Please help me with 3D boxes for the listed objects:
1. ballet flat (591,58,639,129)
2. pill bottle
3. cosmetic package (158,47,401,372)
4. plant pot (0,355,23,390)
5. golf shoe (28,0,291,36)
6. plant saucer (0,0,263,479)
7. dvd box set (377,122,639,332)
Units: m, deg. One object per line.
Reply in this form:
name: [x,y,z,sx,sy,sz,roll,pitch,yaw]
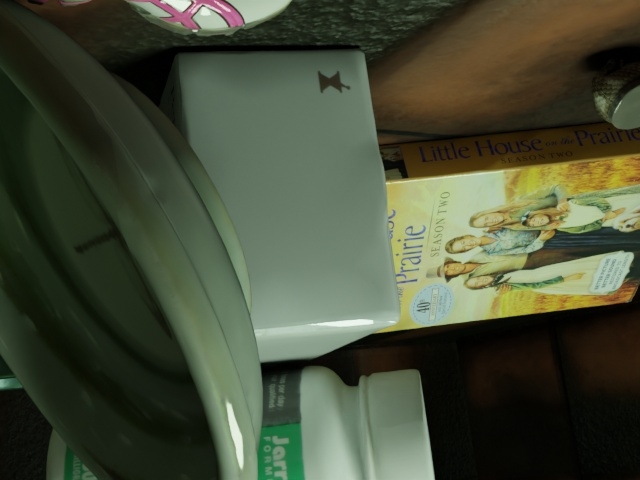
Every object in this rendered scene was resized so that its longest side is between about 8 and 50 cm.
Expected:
ballet flat: [0.346,-0.144,0.935,0.249,0.058,0.084,-6,134,-34]
pill bottle: [-0.068,0.234,0.974,0.360,0.204,0.204,-8,168,5]
cosmetic package: [-0.083,0.009,0.945,0.161,0.230,0.453,-4,167,-17]
plant pot: [-0.375,0.078,1.172,0.293,0.196,0.293,-7,168,-1]
golf shoe: [-0.085,-0.159,0.527,0.186,0.068,0.086,0,165,-31]
plant saucer: [-0.148,0.004,0.629,0.100,0.401,0.400,-33,-178,-30]
dvd box set: [0.208,-0.008,1.177,0.420,0.062,0.308,-6,142,-7]
